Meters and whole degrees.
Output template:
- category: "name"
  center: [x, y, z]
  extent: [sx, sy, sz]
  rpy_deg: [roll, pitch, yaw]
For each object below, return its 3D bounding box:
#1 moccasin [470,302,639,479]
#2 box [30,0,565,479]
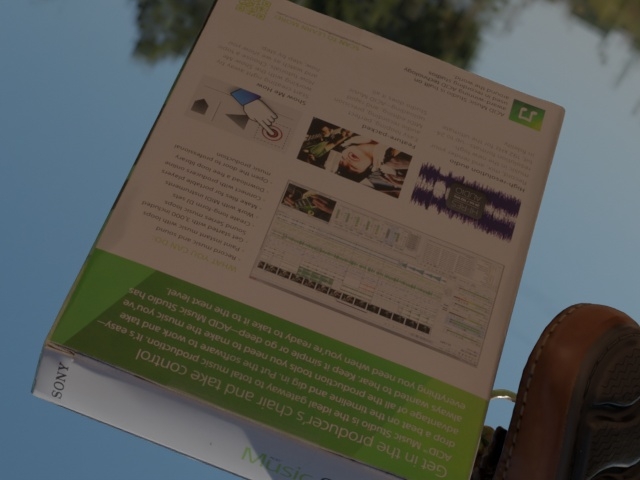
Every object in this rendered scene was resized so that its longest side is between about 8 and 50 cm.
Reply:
- category: "moccasin"
  center: [0.121, 0.179, 1.123]
  extent: [0.139, 0.380, 0.147]
  rpy_deg: [-35, -123, -29]
- category: "box"
  center: [0.000, 0.000, 1.051]
  extent: [0.232, 0.058, 0.322]
  rpy_deg: [22, -134, 0]
